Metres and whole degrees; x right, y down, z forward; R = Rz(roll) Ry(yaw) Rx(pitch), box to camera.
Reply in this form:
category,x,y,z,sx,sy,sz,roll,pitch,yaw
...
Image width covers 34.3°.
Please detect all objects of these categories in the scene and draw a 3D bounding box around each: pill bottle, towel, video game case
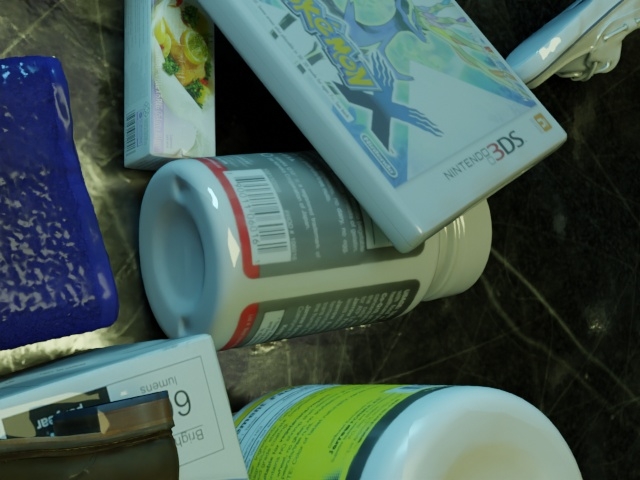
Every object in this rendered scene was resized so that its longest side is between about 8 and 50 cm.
category,x,y,z,sx,sy,sz,roll,pitch,yaw
pill bottle,0.023,0.205,0.797,0.188,0.334,0.188,5,81,-32
towel,-0.320,-0.015,0.769,0.308,0.076,0.228,-10,82,-33
video game case,0.054,-0.171,0.932,0.329,0.036,0.300,51,40,7
pill bottle,0.000,0.000,0.913,0.283,0.161,0.161,-7,87,-34

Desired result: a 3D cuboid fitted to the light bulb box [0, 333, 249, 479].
category,x,y,z,sx,sy,sz,roll,pitch,yaw
light bulb box,-0.224,0.285,0.694,0.358,0.225,0.361,-16,91,-33

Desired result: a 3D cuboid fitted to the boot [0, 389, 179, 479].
category,x,y,z,sx,sy,sz,roll,pitch,yaw
boot,-0.168,0.156,0.566,0.219,0.082,0.106,-11,85,-35

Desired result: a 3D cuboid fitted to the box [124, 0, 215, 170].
category,x,y,z,sx,sy,sz,roll,pitch,yaw
box,-0.133,-0.223,0.914,0.063,0.067,0.324,3,81,-33

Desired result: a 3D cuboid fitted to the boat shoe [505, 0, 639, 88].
category,x,y,z,sx,sy,sz,roll,pitch,yaw
boat shoe,0.305,-0.226,1.178,0.258,0.095,0.084,-38,100,-29
